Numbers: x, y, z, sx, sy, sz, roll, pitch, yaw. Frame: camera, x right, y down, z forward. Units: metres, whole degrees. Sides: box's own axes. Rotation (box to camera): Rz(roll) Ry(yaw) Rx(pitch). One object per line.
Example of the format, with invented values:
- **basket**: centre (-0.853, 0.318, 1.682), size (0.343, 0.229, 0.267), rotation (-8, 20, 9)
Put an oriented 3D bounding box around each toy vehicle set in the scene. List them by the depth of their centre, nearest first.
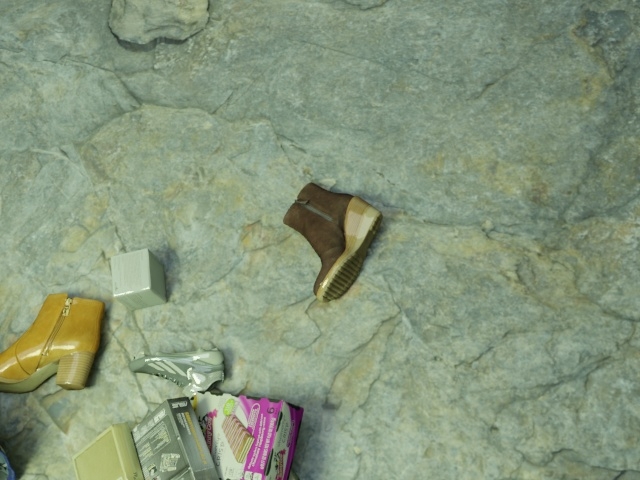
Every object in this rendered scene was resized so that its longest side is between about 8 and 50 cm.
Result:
- **toy vehicle set**: centre (-0.387, 0.503, 1.263), size (0.166, 0.035, 0.266), rotation (-39, 63, 31)

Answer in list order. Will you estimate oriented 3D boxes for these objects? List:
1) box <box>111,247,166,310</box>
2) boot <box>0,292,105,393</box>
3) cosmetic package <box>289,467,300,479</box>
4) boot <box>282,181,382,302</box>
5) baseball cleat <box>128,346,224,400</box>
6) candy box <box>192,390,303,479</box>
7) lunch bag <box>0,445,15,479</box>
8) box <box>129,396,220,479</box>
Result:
- **box**: centre (-0.399, 0.087, 1.469), size (0.087, 0.101, 0.101), rotation (-12, 65, 4)
- **boot**: centre (-0.625, 0.219, 1.460), size (0.295, 0.104, 0.211), rotation (-1, 61, 4)
- **cosmetic package**: centre (-0.072, 0.451, 1.275), size (0.041, 0.060, 0.115), rotation (-38, 64, -6)
- **boot**: centre (0.000, 0.000, 1.465), size (0.207, 0.090, 0.248), rotation (23, 73, 31)
- **baseball cleat**: centre (-0.301, 0.279, 1.385), size (0.206, 0.072, 0.109), rotation (-9, 72, 10)
- **candy box**: centre (-0.156, 0.377, 1.265), size (0.234, 0.071, 0.159), rotation (-5, 62, 37)
- **lunch bag**: centre (-0.791, 0.363, 1.257), size (0.328, 0.385, 0.239), rotation (37, 81, 21)
- **box**: centre (-0.302, 0.432, 1.261), size (0.231, 0.056, 0.183), rotation (-44, 61, 28)
